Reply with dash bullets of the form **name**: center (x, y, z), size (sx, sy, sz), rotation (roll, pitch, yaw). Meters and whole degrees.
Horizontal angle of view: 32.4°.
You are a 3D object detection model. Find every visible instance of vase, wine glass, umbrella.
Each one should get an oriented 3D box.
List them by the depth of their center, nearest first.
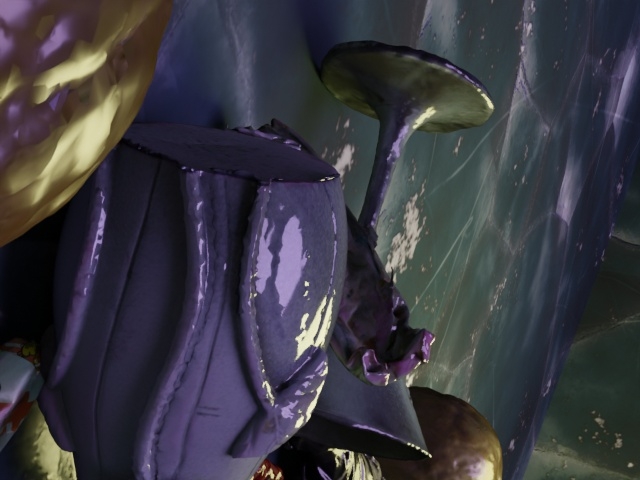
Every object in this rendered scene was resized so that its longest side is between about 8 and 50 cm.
- **vase**: center (-0.119, 0.130, 0.917), size (0.250, 0.250, 0.445), rotation (-20, 126, -62)
- **wine glass**: center (0.043, 0.012, 1.180), size (0.267, 0.267, 0.406), rotation (47, 58, -63)
- **umbrella**: center (-0.006, 0.255, 1.413), size (0.358, 0.106, 0.113), rotation (64, 18, -44)

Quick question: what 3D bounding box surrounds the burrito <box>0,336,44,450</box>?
- **burrito**: center (-0.286, 0.198, 0.794), size (0.104, 0.054, 0.288), rotation (83, 31, -46)

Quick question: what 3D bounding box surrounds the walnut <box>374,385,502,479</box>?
- **walnut**: center (0.164, 0.344, 1.677), size (0.248, 0.248, 0.248), rotation (-45, 143, -49)

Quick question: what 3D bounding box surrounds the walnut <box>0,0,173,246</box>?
- **walnut**: center (-0.217, -0.129, 0.463), size (0.333, 0.333, 0.333), rotation (-45, 143, -49)

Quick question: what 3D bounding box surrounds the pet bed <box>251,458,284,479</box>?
- **pet bed**: center (-0.102, 0.343, 1.295), size (0.201, 0.053, 0.201), rotation (14, 90, -72)

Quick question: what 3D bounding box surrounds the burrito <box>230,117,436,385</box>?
- **burrito**: center (-0.003, 0.002, 1.026), size (0.096, 0.309, 0.066), rotation (-23, 154, -22)
